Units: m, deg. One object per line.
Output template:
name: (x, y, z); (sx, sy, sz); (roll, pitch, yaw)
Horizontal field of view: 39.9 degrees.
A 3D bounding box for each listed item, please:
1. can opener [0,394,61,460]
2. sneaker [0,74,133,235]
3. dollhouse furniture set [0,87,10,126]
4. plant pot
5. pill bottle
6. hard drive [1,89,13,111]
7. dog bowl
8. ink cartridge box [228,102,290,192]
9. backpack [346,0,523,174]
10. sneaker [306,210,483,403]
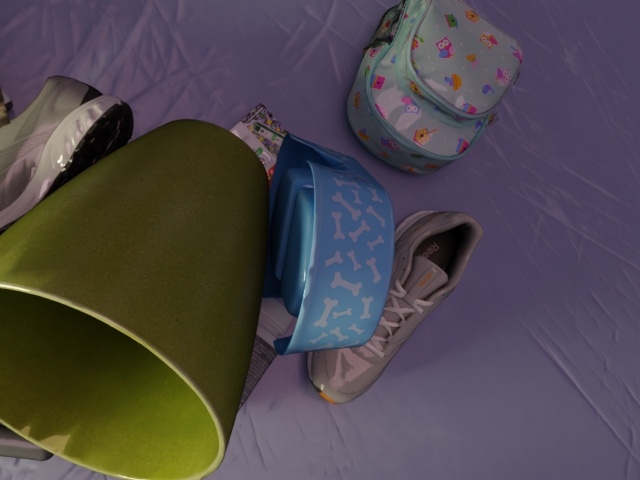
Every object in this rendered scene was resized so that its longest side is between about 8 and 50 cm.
can opener: (-0.389, 0.161, 0.834); (0.281, 0.093, 0.074); (13, 74, -17)
sneaker: (-0.308, -0.051, 0.891); (0.108, 0.100, 0.271); (33, 77, 16)
dollhouse furniture set: (-0.380, -0.178, 0.756); (0.161, 0.242, 0.212); (-18, 87, -17)
plant pot: (-0.162, 0.029, 0.832); (0.275, 0.275, 0.293); (32, 49, -10)
pill bottle: (-0.092, 0.120, 0.928); (0.078, 0.078, 0.137); (37, 75, -8)
hard drive: (-0.494, -0.183, 0.873); (0.307, 0.040, 0.203); (46, 73, -6)
dog bowl: (0.000, 0.000, 0.809); (0.074, 0.297, 0.165); (8, 105, -10)
ink cartridge box: (-0.052, -0.092, 0.993); (0.115, 0.029, 0.063); (47, 73, -5)
backpack: (0.125, -0.176, 0.999); (0.166, 0.144, 0.188); (33, 78, -15)
sneaker: (0.081, 0.063, 0.963); (0.099, 0.121, 0.262); (37, 74, -8)
